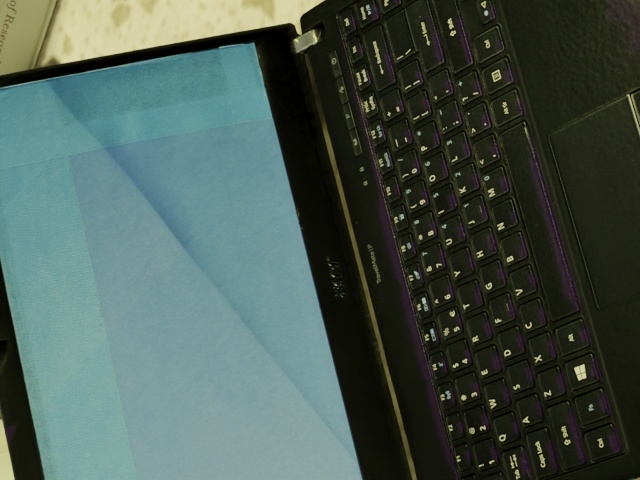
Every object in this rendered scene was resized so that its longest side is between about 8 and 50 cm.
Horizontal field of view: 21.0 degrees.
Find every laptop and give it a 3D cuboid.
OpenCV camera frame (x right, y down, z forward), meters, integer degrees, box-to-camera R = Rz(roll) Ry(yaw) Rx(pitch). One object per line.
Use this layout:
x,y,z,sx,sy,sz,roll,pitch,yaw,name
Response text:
0.000,0.000,0.655,0.264,0.136,0.234,-27,71,42,laptop

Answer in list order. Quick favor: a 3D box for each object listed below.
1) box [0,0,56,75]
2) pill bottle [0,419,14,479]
-0.247,-0.122,0.919,0.181,0.119,0.182,38,115,39,box
-0.202,0.163,0.842,0.283,0.161,0.161,-1,89,46,pill bottle
